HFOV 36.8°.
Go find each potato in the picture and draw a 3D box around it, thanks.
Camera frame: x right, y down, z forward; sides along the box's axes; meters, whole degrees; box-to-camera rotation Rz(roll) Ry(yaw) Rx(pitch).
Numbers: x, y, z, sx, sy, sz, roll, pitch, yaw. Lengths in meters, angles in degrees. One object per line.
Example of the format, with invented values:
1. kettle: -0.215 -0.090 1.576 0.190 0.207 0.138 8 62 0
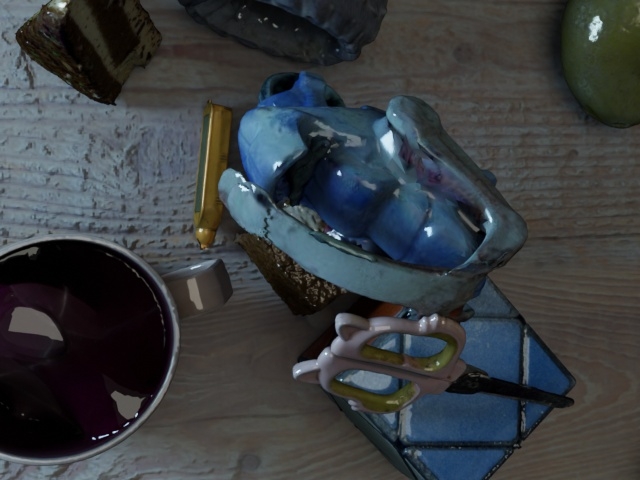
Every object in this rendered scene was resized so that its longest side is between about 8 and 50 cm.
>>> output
1. potato: 0.397 -0.259 1.221 0.177 0.160 0.235 6 105 23

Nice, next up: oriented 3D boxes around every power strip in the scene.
1. power strip: -0.129 -0.077 1.136 0.028 0.049 0.178 6 88 -19

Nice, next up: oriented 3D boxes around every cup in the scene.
1. cup: -0.246 0.076 0.990 0.208 0.273 0.288 45 79 -10

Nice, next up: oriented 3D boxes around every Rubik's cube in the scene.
1. Rubik's cube: 0.128 0.152 1.121 0.205 0.207 0.205 -44 99 -12

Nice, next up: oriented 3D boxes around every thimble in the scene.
1. thimble: -0.035 -0.313 1.080 0.236 0.205 0.172 17 84 -13

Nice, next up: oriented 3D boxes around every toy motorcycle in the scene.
1. toy motorcycle: 0.048 -0.060 0.947 0.319 0.241 0.182 32 103 8

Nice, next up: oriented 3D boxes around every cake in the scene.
1. cake: 0.000 0.000 1.124 0.147 0.135 0.134 -40 97 -12
2. cake: -0.267 -0.245 1.010 0.135 0.246 0.112 32 83 7

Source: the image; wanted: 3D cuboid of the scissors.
1. scissors: 0.132 0.138 0.972 0.317 0.160 0.024 16 41 -26
